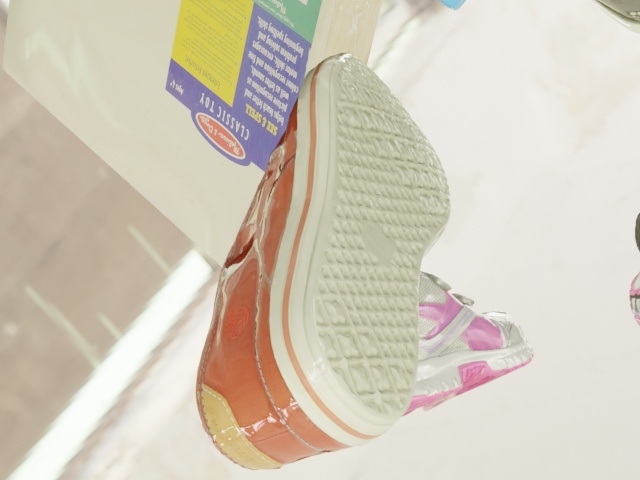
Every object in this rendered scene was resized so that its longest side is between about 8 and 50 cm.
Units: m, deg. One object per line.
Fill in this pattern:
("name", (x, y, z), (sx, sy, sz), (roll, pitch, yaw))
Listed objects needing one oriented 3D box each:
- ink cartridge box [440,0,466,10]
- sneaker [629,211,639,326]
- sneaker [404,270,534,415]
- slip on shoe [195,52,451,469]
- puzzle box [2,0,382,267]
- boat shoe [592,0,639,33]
("ink cartridge box", (0.091, -0.242, 0.780), (0.231, 0.134, 0.078), (-50, 179, 26))
("sneaker", (0.427, 0.036, 1.995), (0.077, 0.178, 0.072), (-20, -143, -28))
("sneaker", (0.083, 0.071, 1.294), (0.103, 0.111, 0.252), (-28, 170, 25))
("slip on shoe", (0.000, 0.000, 0.908), (0.101, 0.123, 0.331), (-31, -155, 27))
("puzzle box", (-0.121, -0.167, 1.330), (0.052, 0.409, 0.272), (-14, 131, -39))
("boat shoe", (0.271, -0.327, 1.800), (0.109, 0.091, 0.305), (-50, -128, -4))
